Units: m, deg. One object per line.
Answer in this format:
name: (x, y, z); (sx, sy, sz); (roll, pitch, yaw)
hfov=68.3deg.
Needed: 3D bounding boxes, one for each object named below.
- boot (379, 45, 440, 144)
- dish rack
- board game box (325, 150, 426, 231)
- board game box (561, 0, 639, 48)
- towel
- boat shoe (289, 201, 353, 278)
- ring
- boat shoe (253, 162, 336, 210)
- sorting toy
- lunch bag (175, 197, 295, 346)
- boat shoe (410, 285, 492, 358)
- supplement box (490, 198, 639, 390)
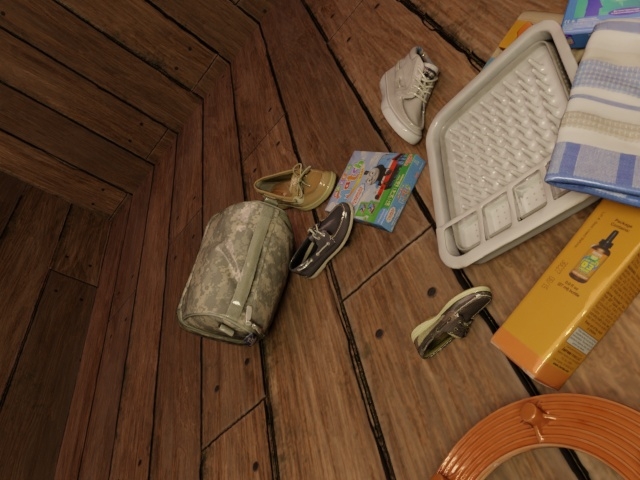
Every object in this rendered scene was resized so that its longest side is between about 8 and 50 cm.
boot: (0.198, -0.321, 1.003); (0.123, 0.095, 0.258); (-44, 35, 34)
dish rack: (0.290, -0.135, 0.720); (0.285, 0.072, 0.333); (-42, 37, 47)
board game box: (0.110, -0.113, 1.015); (0.211, 0.039, 0.160); (20, 82, 57)
board game box: (0.462, -0.393, 0.687); (0.160, 0.047, 0.210); (17, 91, 43)
towel: (0.393, -0.150, 0.531); (0.209, 0.034, 0.285); (19, 64, 23)
boat shoe: (0.000, 0.000, 1.020); (0.206, 0.065, 0.075); (-57, 38, 27)
ring: (0.195, 0.290, 0.427); (0.336, 0.032, 0.337); (-47, 18, 20)
boat shoe: (-0.072, -0.137, 1.231); (0.285, 0.089, 0.105); (-8, 59, 50)
sorting toy: (0.362, -0.316, 0.833); (0.208, 0.038, 0.193); (-52, 34, 12)
lunch bag: (-0.181, 0.078, 1.054); (0.256, 0.212, 0.305); (138, 150, -63)
boat shoe: (0.200, 0.126, 0.705); (0.152, 0.056, 0.049); (-50, 38, 33)
supplement box: (0.318, 0.063, 0.570); (0.233, 0.080, 0.078); (-56, 34, 10)
